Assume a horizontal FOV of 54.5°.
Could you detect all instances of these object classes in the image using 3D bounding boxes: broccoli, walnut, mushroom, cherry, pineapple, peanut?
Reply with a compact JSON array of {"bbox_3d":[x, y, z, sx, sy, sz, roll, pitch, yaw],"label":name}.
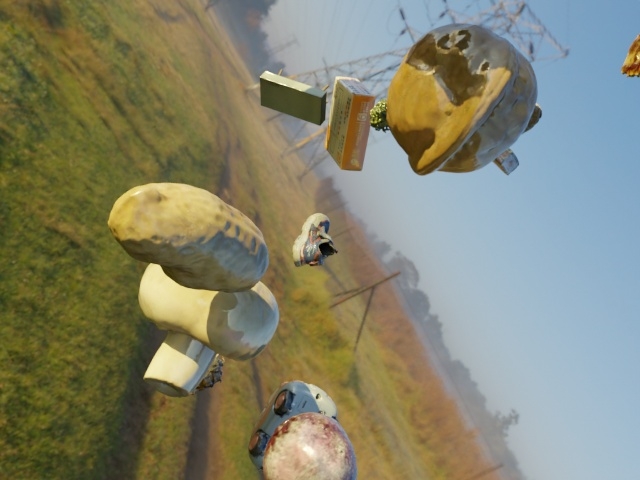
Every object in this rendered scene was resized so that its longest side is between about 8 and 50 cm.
[{"bbox_3d":[0.188,-0.365,1.830,0.095,0.091,0.097,-53,160,-75],"label":"broccoli"},{"bbox_3d":[0.346,-0.358,1.581,0.384,0.383,0.383,63,2,-4],"label":"walnut"},{"bbox_3d":[-0.277,0.181,1.512,0.353,0.325,0.354,28,49,-38],"label":"mushroom"},{"bbox_3d":[-0.015,0.428,1.172,0.195,0.195,0.195,63,2,-4],"label":"cherry"},{"bbox_3d":[-0.379,0.370,1.808,0.221,0.221,0.048,-113,-166,-63],"label":"pineapple"},{"bbox_3d":[-0.245,-0.001,1.206,0.387,0.192,0.170,36,33,-55],"label":"peanut"}]

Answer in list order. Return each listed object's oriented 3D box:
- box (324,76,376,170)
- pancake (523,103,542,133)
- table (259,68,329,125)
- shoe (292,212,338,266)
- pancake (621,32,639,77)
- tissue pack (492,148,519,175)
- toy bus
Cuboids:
[{"bbox_3d":[0.099,-0.402,2.144,0.221,0.091,0.274,-119,-147,-58],"label":"box"},{"bbox_3d":[0.600,-0.366,1.890,0.152,0.151,0.025,60,10,-58],"label":"pancake"},{"bbox_3d":[-0.081,-0.513,2.172,0.240,0.111,0.122,22,-39,15],"label":"table"},{"bbox_3d":[0.000,0.001,1.993,0.228,0.125,0.099,-60,147,-39],"label":"shoe"},{"bbox_3d":[0.839,-0.467,1.412,0.057,0.266,0.244,17,20,-32],"label":"pancake"},{"bbox_3d":[0.524,-0.275,1.876,0.148,0.060,0.108,53,14,28],"label":"tissue pack"},{"bbox_3d":[-0.091,0.547,1.834,0.194,0.288,0.232,32,-6,-13],"label":"toy bus"}]
